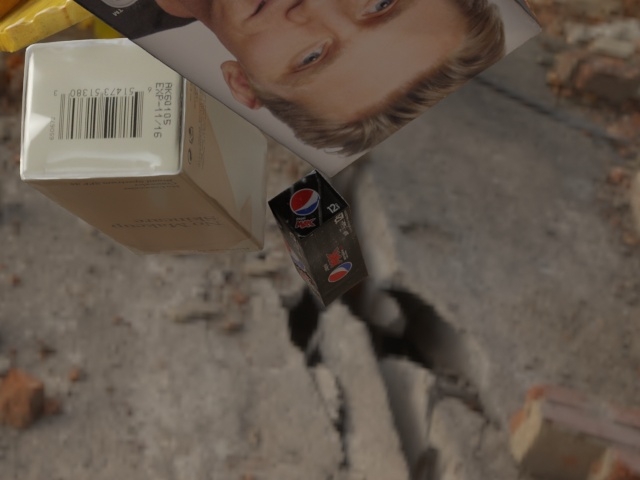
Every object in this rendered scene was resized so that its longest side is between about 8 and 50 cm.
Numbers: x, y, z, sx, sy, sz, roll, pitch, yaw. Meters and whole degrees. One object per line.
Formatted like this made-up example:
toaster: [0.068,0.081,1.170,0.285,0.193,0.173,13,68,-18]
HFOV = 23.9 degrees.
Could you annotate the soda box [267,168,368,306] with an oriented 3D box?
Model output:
soda box: [0.000,0.000,1.444,0.060,0.169,0.053,-35,65,-7]

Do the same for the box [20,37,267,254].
box: [-0.149,-0.076,1.375,0.148,0.121,0.311,-2,-12,12]

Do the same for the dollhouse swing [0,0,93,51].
dollhouse swing: [-0.251,-0.414,1.563,0.347,0.305,0.315,-20,20,17]

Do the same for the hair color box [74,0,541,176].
hair color box: [-0.038,-0.183,0.849,0.347,0.174,0.105,31,32,-48]
